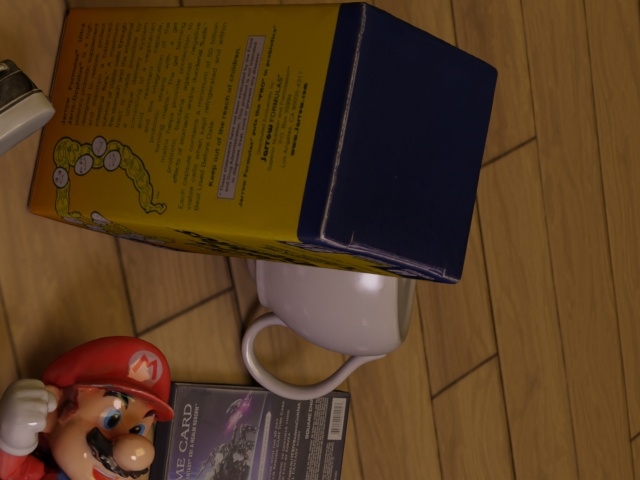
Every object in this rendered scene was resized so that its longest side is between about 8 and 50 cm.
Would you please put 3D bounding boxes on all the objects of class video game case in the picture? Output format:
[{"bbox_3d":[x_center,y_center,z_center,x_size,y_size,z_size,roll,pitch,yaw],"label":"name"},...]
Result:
[{"bbox_3d":[-0.074,0.250,1.672,0.274,0.026,0.196,9,87,-48],"label":"video game case"}]

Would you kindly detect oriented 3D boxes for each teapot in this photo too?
[{"bbox_3d":[0.000,0.000,1.615,0.252,0.187,0.256,78,18,-60],"label":"teapot"}]

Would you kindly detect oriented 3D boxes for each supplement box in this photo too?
[{"bbox_3d":[-0.056,-0.086,1.396,0.194,0.357,0.195,17,82,-48],"label":"supplement box"}]

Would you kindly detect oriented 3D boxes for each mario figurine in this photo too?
[{"bbox_3d":[-0.215,0.234,1.389,0.198,0.170,0.320,72,42,-76],"label":"mario figurine"}]

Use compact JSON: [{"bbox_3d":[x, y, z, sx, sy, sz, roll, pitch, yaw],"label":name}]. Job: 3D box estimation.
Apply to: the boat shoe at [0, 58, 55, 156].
[{"bbox_3d":[-0.322,-0.078,1.317,0.219,0.078,0.070,-38,87,-36],"label":"boat shoe"}]
